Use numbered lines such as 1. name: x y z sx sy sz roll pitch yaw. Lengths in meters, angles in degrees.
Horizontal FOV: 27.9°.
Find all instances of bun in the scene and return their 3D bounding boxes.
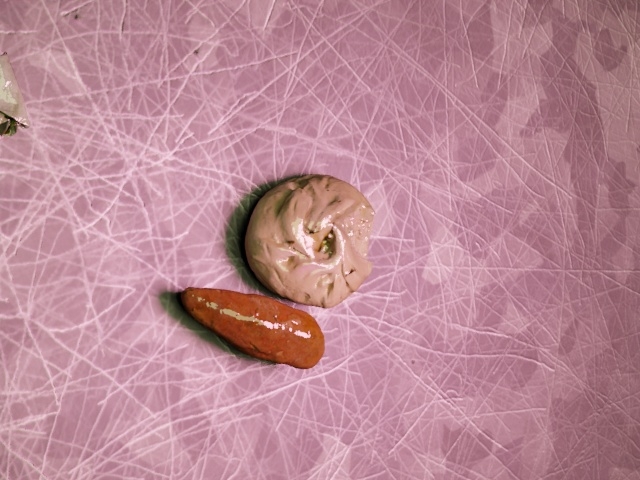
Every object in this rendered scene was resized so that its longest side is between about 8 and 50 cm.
1. bun: 0.000 0.000 2.009 0.237 0.116 0.210 -31 107 -30

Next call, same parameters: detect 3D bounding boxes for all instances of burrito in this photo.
1. burrito: -0.442 -0.197 1.750 0.074 0.044 0.118 -22 99 -31

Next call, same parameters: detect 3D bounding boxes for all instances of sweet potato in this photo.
1. sweet potato: -0.106 0.126 1.956 0.252 0.097 0.097 24 76 -27
